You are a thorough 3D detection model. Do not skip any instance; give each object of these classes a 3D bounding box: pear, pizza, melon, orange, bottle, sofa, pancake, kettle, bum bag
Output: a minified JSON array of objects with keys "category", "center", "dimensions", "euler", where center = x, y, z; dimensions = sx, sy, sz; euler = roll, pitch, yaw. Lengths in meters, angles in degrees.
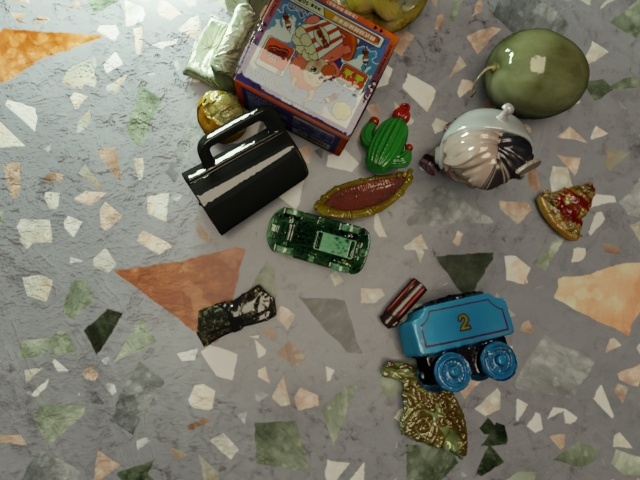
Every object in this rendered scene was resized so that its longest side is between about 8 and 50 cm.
[{"category":"pear","center":[0.191,-0.734,1.521],"dimensions":[0.271,0.271,0.271],"euler":[0,88,-4]},{"category":"pizza","center":[0.777,-0.114,1.630],"dimensions":[0.199,0.062,0.188],"euler":[-44,93,-6]},{"category":"melon","center":[0.618,-0.478,1.540],"dimensions":[0.308,0.272,0.271],"euler":[17,86,-36]},{"category":"orange","center":[-0.277,-0.356,1.522],"dimensions":[0.157,0.134,0.156],"euler":[15,124,23]},{"category":"bottle","center":[0.244,0.191,1.578],"dimensions":[0.060,0.060,0.164],"euler":[43,86,-2]},{"category":"sofa","center":[-0.277,-0.546,1.488],"dimensions":[0.176,0.225,0.210],"euler":[26,88,-7]},{"category":"pancake","center":[0.309,0.507,1.574],"dimensions":[0.197,0.054,0.376],"euler":[-34,89,-11]},{"category":"kettle","center":[-0.219,-0.203,1.483],"dimensions":[0.308,0.203,0.262],"euler":[-33,109,-8]},{"category":"bum bag","center":[-0.248,0.214,1.534],"dimensions":[0.248,0.069,0.102],"euler":[-24,105,-3]}]

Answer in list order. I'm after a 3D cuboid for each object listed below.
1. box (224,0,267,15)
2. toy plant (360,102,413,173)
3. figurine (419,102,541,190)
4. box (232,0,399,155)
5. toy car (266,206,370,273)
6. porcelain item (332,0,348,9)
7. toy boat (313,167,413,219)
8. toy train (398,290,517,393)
[{"category":"box","center":[-0.182,-0.761,1.450],"dimensions":[0.095,0.330,0.210],"euler":[32,85,-3]},{"category":"toy plant","center":[0.195,-0.306,1.577],"dimensions":[0.155,0.088,0.240],"euler":[-4,65,9]},{"category":"figurine","center":[0.424,-0.251,1.468],"dimensions":[0.253,0.361,0.211],"euler":[-8,99,-1]},{"category":"box","center":[-0.017,-0.469,1.488],"dimensions":[0.349,0.257,0.318],"euler":[28,87,-3]},{"category":"toy car","center":[0.000,0.000,1.536],"dimensions":[0.306,0.125,0.136],"euler":[15,91,19]},{"category":"porcelain item","center":[0.070,-0.683,1.604],"dimensions":[0.084,0.054,0.213],"euler":[-23,90,-3]},{"category":"toy boat","center":[0.124,-0.129,1.549],"dimensions":[0.318,0.099,0.141],"euler":[-21,56,-14]},{"category":"toy train","center":[0.397,0.284,1.508],"dimensions":[0.300,0.188,0.265],"euler":[-11,77,-12]}]
